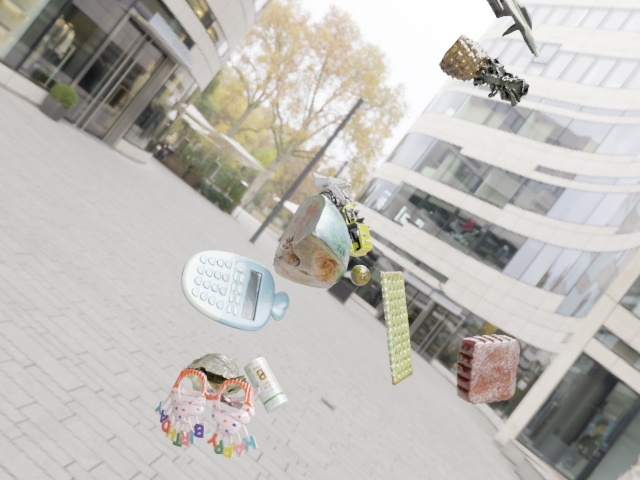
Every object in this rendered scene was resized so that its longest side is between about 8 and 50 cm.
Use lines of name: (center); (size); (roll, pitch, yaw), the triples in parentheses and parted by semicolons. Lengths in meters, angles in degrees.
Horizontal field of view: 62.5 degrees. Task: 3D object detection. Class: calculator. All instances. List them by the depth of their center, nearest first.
calculator: (-0.210, 0.129, 1.336); (0.303, 0.188, 0.042); (27, -35, -31)

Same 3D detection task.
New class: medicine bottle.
medicine bottle: (-0.194, 0.511, 1.866); (0.183, 0.086, 0.086); (55, 6, 23)

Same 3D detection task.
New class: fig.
fig: (0.140, 0.123, 1.901); (0.074, 0.074, 0.088); (38, 1, -17)

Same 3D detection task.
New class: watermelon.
watermelon: (0.005, 0.004, 1.389); (0.175, 0.188, 0.322); (35, -24, -17)

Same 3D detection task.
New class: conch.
conch: (-0.277, 0.363, 1.390); (0.155, 0.129, 0.207); (15, -13, -39)

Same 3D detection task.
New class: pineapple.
pineapple: (0.426, -0.429, 1.352); (0.237, 0.119, 0.111); (33, -28, 0)

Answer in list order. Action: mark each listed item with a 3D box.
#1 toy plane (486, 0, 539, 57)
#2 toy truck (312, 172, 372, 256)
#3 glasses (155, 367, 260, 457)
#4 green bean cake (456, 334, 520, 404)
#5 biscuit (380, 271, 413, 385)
toy plane: (0.394, -0.506, 1.131); (0.088, 0.192, 0.261); (-14, -73, 37)
toy truck: (0.070, -0.085, 1.587); (0.136, 0.111, 0.285); (7, 61, -60)
glasses: (-0.235, 0.372, 1.137); (0.256, 0.162, 0.095); (6, -19, 22)
green bean cake: (0.346, 0.266, 1.099); (0.135, 0.135, 0.056); (3, 4, -24)
biscuit: (0.164, 0.181, 1.120); (0.016, 0.231, 0.139); (-7, -6, 25)
